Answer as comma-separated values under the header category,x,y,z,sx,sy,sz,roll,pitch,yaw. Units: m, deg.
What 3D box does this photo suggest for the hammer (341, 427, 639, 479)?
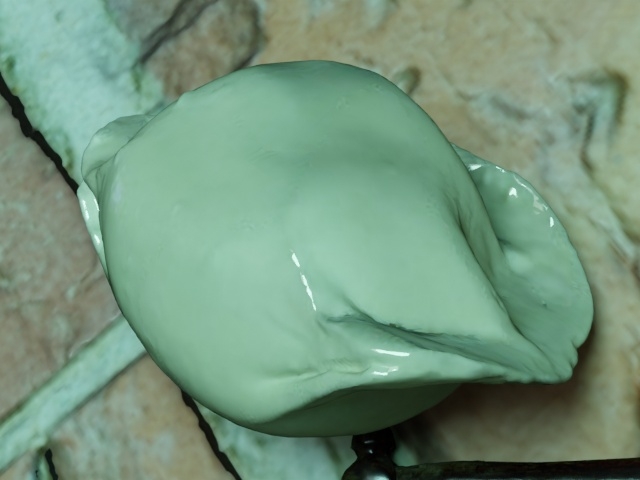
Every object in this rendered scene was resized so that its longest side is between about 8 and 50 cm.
category,x,y,z,sx,sy,sz,roll,pitch,yaw
hammer,0.090,0.097,0.675,0.178,0.021,0.065,-5,70,25

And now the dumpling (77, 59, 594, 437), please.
category,x,y,z,sx,sy,sz,roll,pitch,yaw
dumpling,0.000,0.000,0.696,0.250,0.162,0.132,34,127,45
